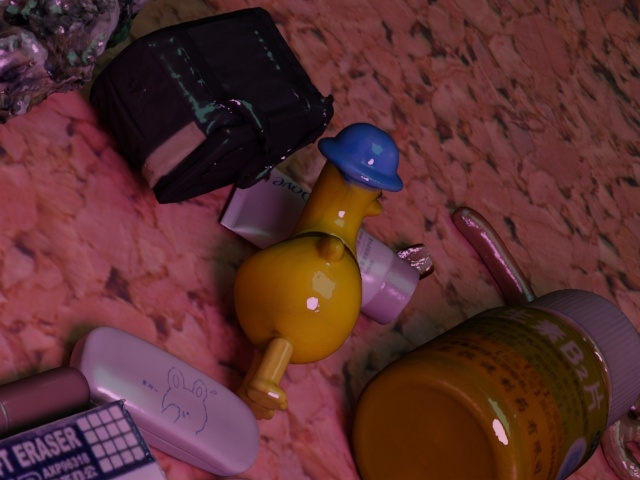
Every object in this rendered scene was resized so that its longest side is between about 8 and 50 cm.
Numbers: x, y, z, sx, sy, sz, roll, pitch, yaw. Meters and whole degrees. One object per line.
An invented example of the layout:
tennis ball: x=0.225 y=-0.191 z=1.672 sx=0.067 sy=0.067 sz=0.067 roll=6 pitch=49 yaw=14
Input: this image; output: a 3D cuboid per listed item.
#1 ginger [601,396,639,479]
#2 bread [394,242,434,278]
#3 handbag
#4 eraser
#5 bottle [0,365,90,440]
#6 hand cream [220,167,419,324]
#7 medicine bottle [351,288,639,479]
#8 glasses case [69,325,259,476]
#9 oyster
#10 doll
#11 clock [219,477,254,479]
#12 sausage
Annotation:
ginger: x=0.457 y=0.234 z=2.375 sx=0.149 sy=0.065 sz=0.258 roll=53 pitch=40 yaw=-3
bread: x=0.114 y=0.030 z=2.135 sx=0.109 sy=0.062 sz=0.043 roll=-17 pitch=79 yaw=-48
handbag: x=-0.121 y=-0.141 z=1.898 sx=0.254 sy=0.181 sz=0.181 roll=-21 pitch=74 yaw=-52
eraser: x=-0.271 y=0.243 z=1.543 sx=0.287 sy=0.086 sz=0.130 roll=-14 pitch=75 yaw=-51
bottle: x=-0.283 y=0.158 z=1.614 sx=0.140 sy=0.053 sz=0.053 roll=-15 pitch=77 yaw=-52
hand cream: x=0.000 y=0.000 z=2.025 sx=0.248 sy=0.083 sz=0.133 roll=33 pitch=41 yaw=-15
medicine bottle: x=0.226 y=0.194 z=2.017 sx=0.384 sy=0.224 sz=0.224 roll=-22 pitch=82 yaw=-53
glasses case: x=-0.157 y=0.167 z=1.741 sx=0.233 sy=0.059 sz=0.092 roll=35 pitch=42 yaw=-29
oyster: x=-0.301 y=-0.231 z=1.798 sx=0.351 sy=0.158 sz=0.162 roll=-32 pitch=125 yaw=-40
doll: x=-0.010 y=0.024 z=1.882 sx=0.145 sy=0.199 sz=0.363 roll=28 pitch=66 yaw=-11
clock: x=-0.061 y=0.358 z=1.722 sx=0.244 sy=0.056 sz=0.244 roll=26 pitch=49 yaw=-34
sausage: x=0.240 y=0.031 z=2.290 sx=0.186 sy=0.043 sz=0.043 roll=56 pitch=38 yaw=-4
